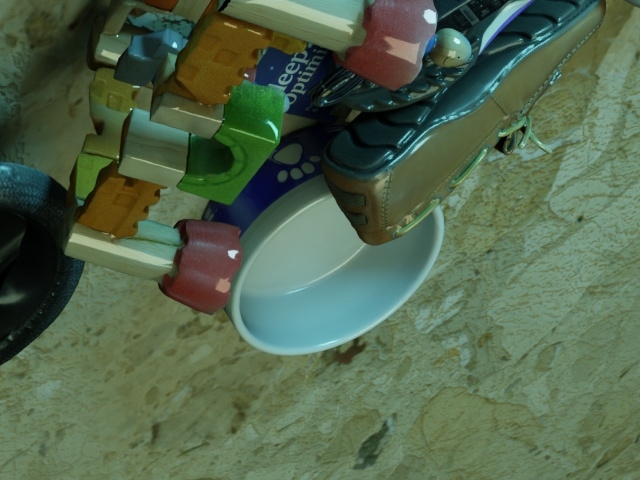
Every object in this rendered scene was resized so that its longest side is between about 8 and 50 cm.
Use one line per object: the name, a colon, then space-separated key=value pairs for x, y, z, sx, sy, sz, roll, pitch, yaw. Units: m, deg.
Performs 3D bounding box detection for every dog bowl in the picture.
dog bowl: x=0.000 y=0.000 z=2.122 sx=0.265 sy=0.104 sz=0.265 roll=-20 pitch=141 yaw=-17

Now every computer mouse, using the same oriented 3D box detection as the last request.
computer mouse: x=0.088 y=-0.207 z=1.858 sx=0.242 sy=0.041 sz=0.071 roll=-31 pitch=164 yaw=7

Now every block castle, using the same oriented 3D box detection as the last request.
block castle: x=-0.048 y=-0.166 z=1.637 sx=0.213 sy=0.303 sz=0.453 roll=16 pitch=144 yaw=-19

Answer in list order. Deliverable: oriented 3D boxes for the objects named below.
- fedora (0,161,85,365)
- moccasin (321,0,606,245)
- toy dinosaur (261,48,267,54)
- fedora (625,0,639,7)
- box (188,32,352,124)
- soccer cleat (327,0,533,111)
fedora: x=-0.392 y=0.011 z=1.794 sx=0.334 sy=0.152 sz=0.334 roll=-18 pitch=142 yaw=-15
moccasin: x=0.165 y=-0.141 z=2.003 sx=0.380 sy=0.139 sz=0.147 roll=-48 pitch=139 yaw=-24
toy dinosaur: x=0.069 y=-0.278 z=1.819 sx=0.160 sy=0.121 sz=0.313 roll=24 pitch=104 yaw=-44
fedora: x=0.401 y=-0.366 z=1.999 sx=0.275 sy=0.124 sz=0.244 roll=-31 pitch=142 yaw=10
box: x=-0.030 y=-0.194 z=1.941 sx=0.225 sy=0.036 sz=0.136 roll=9 pitch=125 yaw=-41
soccer cleat: x=0.141 y=-0.242 z=1.943 sx=0.318 sy=0.116 sz=0.108 roll=-39 pitch=100 yaw=1
